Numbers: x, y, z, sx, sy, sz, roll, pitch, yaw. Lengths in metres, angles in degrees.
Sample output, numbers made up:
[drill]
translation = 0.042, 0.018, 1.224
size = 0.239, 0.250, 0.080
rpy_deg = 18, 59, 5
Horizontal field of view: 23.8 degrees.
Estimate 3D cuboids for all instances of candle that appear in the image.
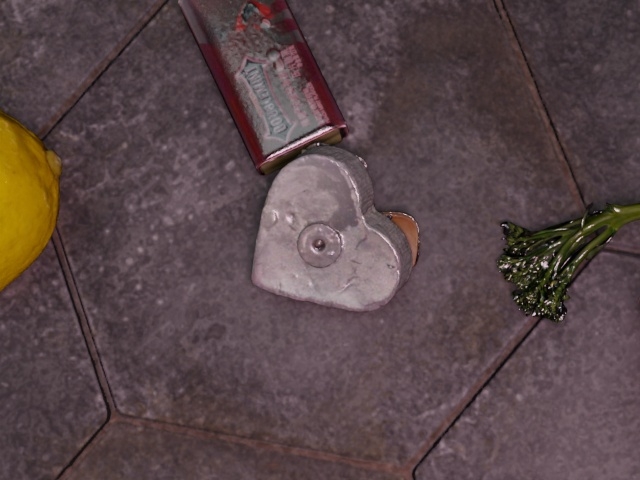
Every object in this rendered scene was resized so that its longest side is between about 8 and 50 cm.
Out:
[candle]
translation = 0.000, 0.000, 1.673
size = 0.168, 0.068, 0.192
rpy_deg = -32, 91, 19

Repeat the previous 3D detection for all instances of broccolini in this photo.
[broccolini]
translation = 0.308, 0.019, 1.611
size = 0.271, 0.062, 0.123
rpy_deg = -11, 74, 35

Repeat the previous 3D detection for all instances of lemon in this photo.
[lemon]
translation = -0.419, -0.039, 1.654
size = 0.288, 0.233, 0.233
rpy_deg = -16, 78, 3

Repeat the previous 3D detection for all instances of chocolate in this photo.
[chocolate]
translation = 0.063, -0.002, 1.708
size = 0.101, 0.031, 0.064
rpy_deg = -1, 98, 12

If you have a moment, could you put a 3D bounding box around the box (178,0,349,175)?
[box]
translation = -0.065, -0.198, 1.738
size = 0.120, 0.069, 0.224
rpy_deg = -24, 80, -1

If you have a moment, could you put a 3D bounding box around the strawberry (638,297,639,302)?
[strawberry]
translation = 0.485, 0.121, 1.616
size = 0.306, 0.138, 0.233
rpy_deg = -5, 87, -14
